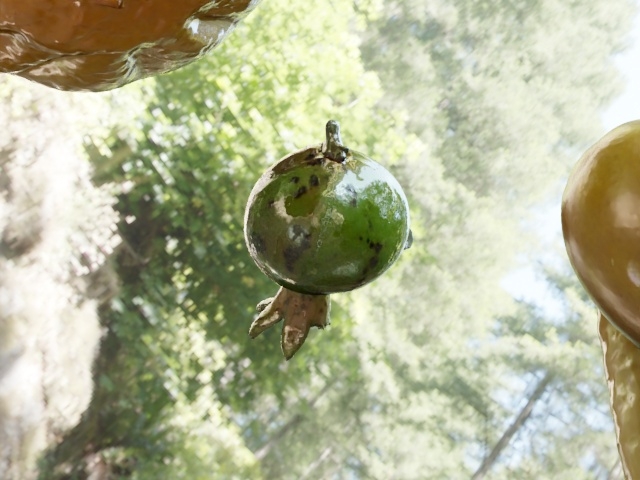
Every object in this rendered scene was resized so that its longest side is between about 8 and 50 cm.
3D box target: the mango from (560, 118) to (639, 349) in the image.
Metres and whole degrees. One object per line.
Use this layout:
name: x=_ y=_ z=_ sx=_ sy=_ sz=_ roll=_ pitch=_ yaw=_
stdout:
mango: x=0.244 y=0.019 z=0.662 sx=0.221 sy=0.151 sz=0.120 roll=42 pitch=-37 yaw=-4

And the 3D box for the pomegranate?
pomegranate: x=-0.010 y=0.001 z=1.032 sx=0.156 sy=0.156 sz=0.220 roll=42 pitch=-53 yaw=5

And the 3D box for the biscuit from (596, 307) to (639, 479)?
biscuit: x=0.383 y=0.236 z=0.756 sx=0.429 sy=0.446 sz=0.104 roll=25 pitch=-48 yaw=-23

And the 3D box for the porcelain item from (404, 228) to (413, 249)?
porcelain item: x=0.067 y=-0.003 z=1.247 sx=0.083 sy=0.036 sz=0.028 roll=3 pitch=-95 yaw=41

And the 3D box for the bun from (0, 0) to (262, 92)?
bun: x=-0.143 y=-0.200 z=0.674 sx=0.299 sy=0.299 sz=0.165 roll=-64 pitch=-143 yaw=42
